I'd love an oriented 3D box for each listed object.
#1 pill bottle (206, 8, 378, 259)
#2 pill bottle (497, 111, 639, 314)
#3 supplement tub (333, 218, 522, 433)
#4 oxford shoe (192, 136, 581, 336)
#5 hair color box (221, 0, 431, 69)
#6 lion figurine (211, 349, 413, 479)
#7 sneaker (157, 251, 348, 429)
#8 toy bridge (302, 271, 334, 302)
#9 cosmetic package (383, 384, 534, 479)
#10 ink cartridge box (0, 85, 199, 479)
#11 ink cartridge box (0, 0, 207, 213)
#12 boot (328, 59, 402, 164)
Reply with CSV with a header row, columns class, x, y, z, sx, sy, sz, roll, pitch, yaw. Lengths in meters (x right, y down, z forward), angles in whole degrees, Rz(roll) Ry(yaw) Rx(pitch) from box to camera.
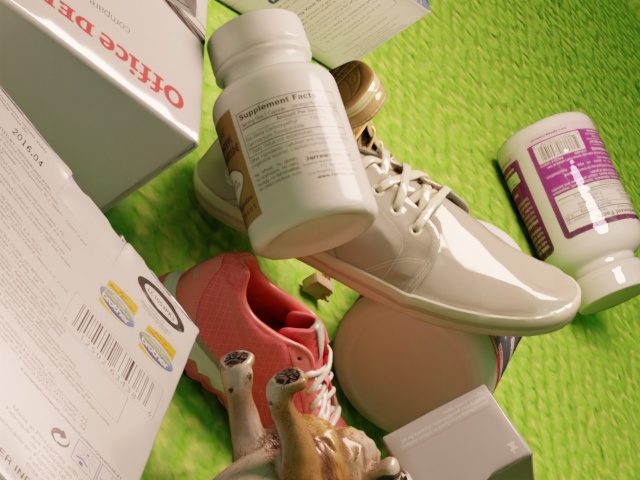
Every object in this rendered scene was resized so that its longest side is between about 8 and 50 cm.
class,x,y,z,sx,sy,sz,roll,pitch,yaw
pill bottle,-0.036,-0.107,1.375,0.131,0.131,0.229,8,59,-54
pill bottle,0.414,-0.041,2.210,0.169,0.169,0.301,5,59,-55
supplement tub,0.142,0.097,1.640,0.191,0.191,0.272,55,30,-7
oxford shoe,0.073,-0.025,1.484,0.449,0.130,0.169,24,29,10
hair color box,-0.029,-0.367,1.828,0.347,0.174,0.105,25,43,-45
lion figurine,-0.073,0.259,1.222,0.392,0.142,0.240,-35,122,-41
sneaker,-0.034,0.141,1.384,0.314,0.136,0.116,50,31,-16
toy bridge,0.000,0.000,1.681,0.063,0.026,0.188,34,36,-38
cosmetic package,0.153,0.268,1.444,0.107,0.127,0.238,57,-12,39
ink cartridge box,-0.240,0.064,0.981,0.270,0.151,0.395,53,21,-17
ink cartridge box,-0.264,-0.262,1.375,0.285,0.166,0.394,36,37,-35
boot,0.056,-0.102,1.627,0.203,0.262,0.095,46,71,-14
